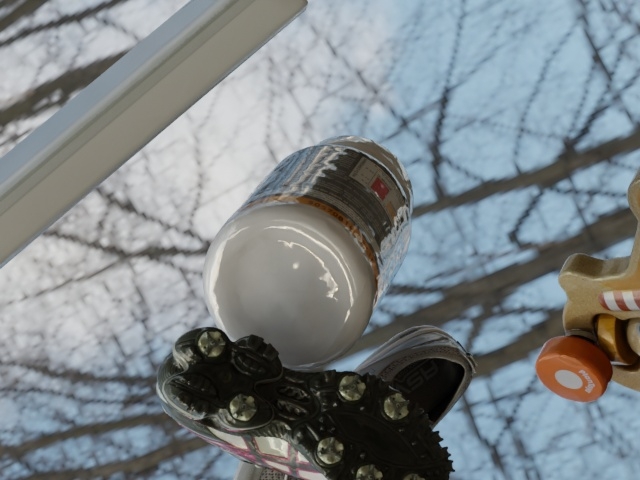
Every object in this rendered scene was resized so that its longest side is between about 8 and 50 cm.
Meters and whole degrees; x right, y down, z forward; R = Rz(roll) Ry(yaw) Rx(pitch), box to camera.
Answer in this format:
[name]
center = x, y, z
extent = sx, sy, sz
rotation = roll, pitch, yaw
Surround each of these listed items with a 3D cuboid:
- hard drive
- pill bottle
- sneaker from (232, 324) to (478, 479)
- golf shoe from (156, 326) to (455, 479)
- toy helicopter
[hard drive]
center = -0.178, -0.068, 1.234
extent = 0.353, 0.233, 0.047
rotation = -41, -77, -9
[pill bottle]
center = 0.000, 0.000, 1.626
extent = 0.162, 0.162, 0.278
rotation = 55, -157, -9
[sneaker]
center = 0.029, 0.178, 1.590
extent = 0.281, 0.115, 0.105
rotation = -43, -80, -12
[golf shoe]
center = -0.014, 0.161, 1.486
extent = 0.273, 0.120, 0.105
rotation = 27, -115, -5
[toy helicopter]
center = 0.366, 0.051, 1.786
extent = 0.235, 0.355, 0.140
rotation = 19, -127, 18
